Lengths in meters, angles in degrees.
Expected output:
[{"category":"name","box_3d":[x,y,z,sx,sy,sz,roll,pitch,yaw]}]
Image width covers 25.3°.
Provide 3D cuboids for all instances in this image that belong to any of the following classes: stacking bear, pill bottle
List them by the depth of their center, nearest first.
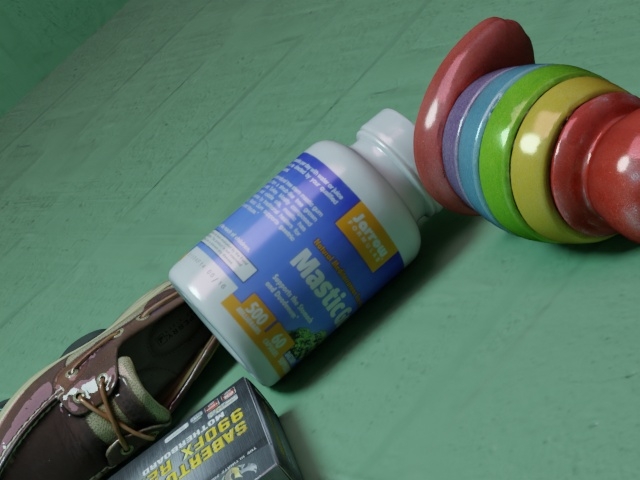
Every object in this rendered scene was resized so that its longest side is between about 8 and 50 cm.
[{"category":"stacking bear","box_3d":[0.220,-0.070,1.186,0.164,0.175,0.289,-42,29,-16]},{"category":"pill bottle","box_3d":[0.000,0.000,1.381,0.272,0.152,0.152,-41,22,-7]}]

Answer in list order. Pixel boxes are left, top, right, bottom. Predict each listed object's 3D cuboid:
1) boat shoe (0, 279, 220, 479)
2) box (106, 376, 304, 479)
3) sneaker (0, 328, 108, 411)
[{"category":"boat shoe","box_3d":[-0.205,0.155,1.429,0.342,0.123,0.123,-42,11,-27]},{"category":"box","box_3d":[-0.127,0.238,1.232,0.231,0.056,0.183,-38,21,2]},{"category":"sneaker","box_3d":[-0.282,0.192,1.514,0.106,0.101,0.267,-2,41,53]}]
